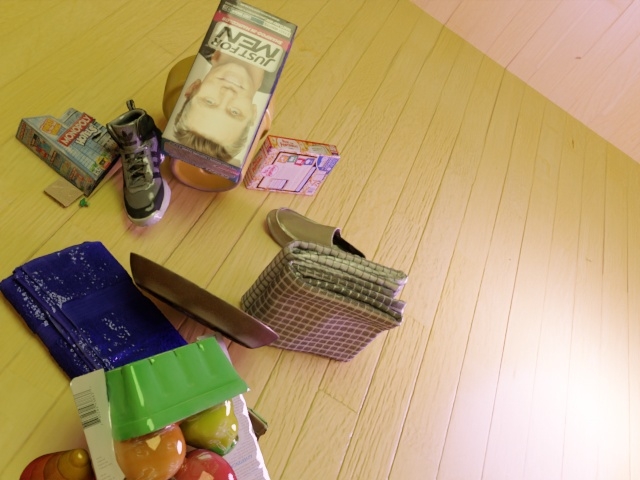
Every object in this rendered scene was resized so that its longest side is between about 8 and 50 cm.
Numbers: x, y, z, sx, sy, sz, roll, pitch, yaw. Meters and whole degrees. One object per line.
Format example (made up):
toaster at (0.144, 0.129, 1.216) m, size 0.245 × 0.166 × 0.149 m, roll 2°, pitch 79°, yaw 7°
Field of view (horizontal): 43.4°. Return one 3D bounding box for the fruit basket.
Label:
fruit basket at (-0.224, 0.347, 1.279) m, size 0.327 × 0.166 × 0.352 m, roll -14°, pitch 90°, yaw -52°

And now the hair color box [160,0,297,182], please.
hair color box at (-0.188, -0.316, 1.674) m, size 0.174 × 0.105 × 0.347 m, roll 21°, pitch 74°, yaw -7°

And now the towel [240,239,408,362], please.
towel at (0.007, 0.135, 1.612) m, size 0.284 × 0.235 × 0.121 m, roll 19°, pitch 45°, yaw -21°

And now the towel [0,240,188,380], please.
towel at (-0.386, 0.138, 1.429) m, size 0.308 × 0.076 × 0.228 m, roll 47°, pitch 40°, yaw 12°

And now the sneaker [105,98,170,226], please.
sneaker at (-0.381, -0.165, 1.653) m, size 0.101 × 0.153 × 0.268 m, roll -12°, pitch 54°, yaw 7°

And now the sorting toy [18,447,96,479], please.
sorting toy at (-0.471, 0.342, 1.122) m, size 0.366 × 0.126 × 0.127 m, roll 2°, pitch 51°, yaw -37°

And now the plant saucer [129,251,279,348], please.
plant saucer at (-0.220, 0.119, 1.461) m, size 0.311 × 0.310 × 0.050 m, roll 31°, pitch 78°, yaw -9°

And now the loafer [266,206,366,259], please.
loafer at (0.000, 0.000, 1.853) m, size 0.269 × 0.092 × 0.102 m, roll 34°, pitch 38°, yaw -4°

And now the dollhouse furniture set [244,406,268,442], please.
dollhouse furniture set at (-0.152, 0.295, 1.455) m, size 0.152 × 0.076 × 0.058 m, roll 40°, pitch 39°, yaw 3°

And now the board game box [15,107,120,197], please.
board game box at (-0.521, -0.210, 1.686) m, size 0.194 × 0.060 × 0.194 m, roll 31°, pitch 39°, yaw -9°

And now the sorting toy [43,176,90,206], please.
sorting toy at (-0.505, -0.089, 1.615) m, size 0.083 × 0.012 × 0.062 m, roll 37°, pitch 38°, yaw 1°

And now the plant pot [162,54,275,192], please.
plant pot at (-0.240, -0.249, 1.818) m, size 0.254 × 0.254 × 0.238 m, roll 19°, pitch 58°, yaw -22°

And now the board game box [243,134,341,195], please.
board game box at (-0.070, -0.176, 1.932) m, size 0.194 × 0.146 × 0.045 m, roll 5°, pitch 49°, yaw -35°
